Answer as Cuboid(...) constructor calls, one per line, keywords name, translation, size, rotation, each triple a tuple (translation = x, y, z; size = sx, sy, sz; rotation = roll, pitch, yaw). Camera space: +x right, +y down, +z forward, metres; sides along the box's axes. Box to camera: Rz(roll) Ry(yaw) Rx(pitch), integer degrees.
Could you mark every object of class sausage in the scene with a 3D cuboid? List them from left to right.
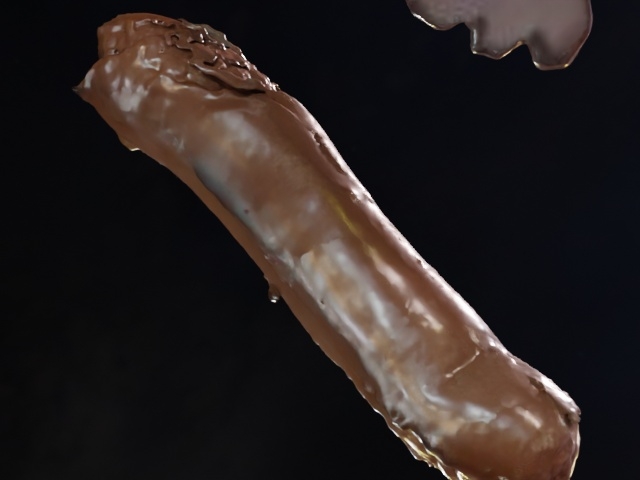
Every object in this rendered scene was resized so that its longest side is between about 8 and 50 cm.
Cuboid(name="sausage", translation=(0.000, 0.001, 0.561), size=(0.078, 0.304, 0.078), rotation=(-39, -16, -14))

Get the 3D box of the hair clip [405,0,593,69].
Cuboid(name="hair clip", translation=(0.154, -0.175, 0.442), size=(0.300, 0.173, 0.069), rotation=(-17, 13, 31))
